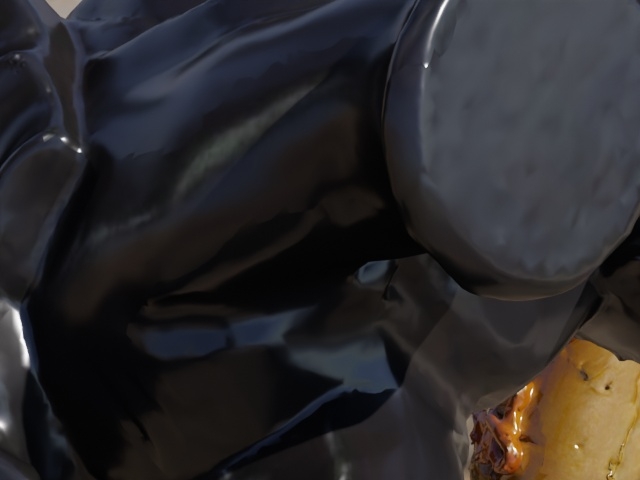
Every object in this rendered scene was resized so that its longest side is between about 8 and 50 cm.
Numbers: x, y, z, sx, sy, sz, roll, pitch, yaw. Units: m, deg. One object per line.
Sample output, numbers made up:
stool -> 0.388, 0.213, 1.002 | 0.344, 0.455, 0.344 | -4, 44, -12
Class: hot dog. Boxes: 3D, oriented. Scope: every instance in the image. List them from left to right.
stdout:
hot dog -> 0.173, 0.012, 0.997 | 0.117, 0.349, 0.158 | 23, -5, 0

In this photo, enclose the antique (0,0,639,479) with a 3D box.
antique -> 0.000, 0.000, 0.452 | 0.255, 0.185, 0.322 | 6, 37, 49
